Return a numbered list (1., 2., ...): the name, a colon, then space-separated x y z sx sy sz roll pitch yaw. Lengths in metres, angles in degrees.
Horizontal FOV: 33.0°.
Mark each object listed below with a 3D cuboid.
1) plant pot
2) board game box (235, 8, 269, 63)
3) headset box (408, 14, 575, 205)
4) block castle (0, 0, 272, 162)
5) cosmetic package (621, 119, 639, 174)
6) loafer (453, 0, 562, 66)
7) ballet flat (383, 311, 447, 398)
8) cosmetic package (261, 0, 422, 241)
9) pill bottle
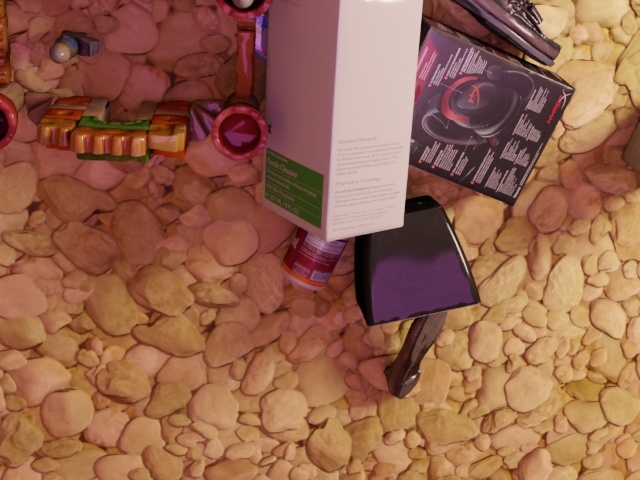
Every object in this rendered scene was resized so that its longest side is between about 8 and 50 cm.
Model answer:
1. plant pot: 0.145 0.023 1.798 0.187 0.188 0.167 -11 101 -2
2. board game box: -0.043 -0.312 1.704 0.154 0.026 0.103 38 103 -20
3. headset box: 0.220 -0.214 1.734 0.293 0.110 0.218 20 109 -15
4. block castle: -0.298 -0.271 1.573 0.453 0.213 0.303 2 113 -4
5. cosmetic package: 0.588 -0.138 1.744 0.107 0.238 0.127 19 110 -14
6. loafer: 0.266 -0.383 1.674 0.302 0.109 0.095 32 102 -15
7. ballet flat: 0.160 0.184 1.894 0.084 0.058 0.250 -28 149 -35
8. cosmetic package: 0.027 -0.207 1.614 0.155 0.197 0.365 -11 114 -31
9. pill bottle: 0.000 0.000 1.811 0.086 0.086 0.152 22 108 -16
